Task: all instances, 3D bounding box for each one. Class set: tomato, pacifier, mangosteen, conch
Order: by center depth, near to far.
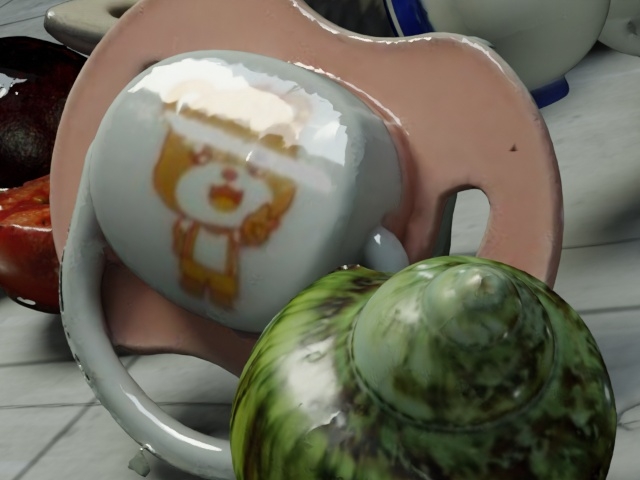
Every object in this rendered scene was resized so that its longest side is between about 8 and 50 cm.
[{"bbox_3d":[0.037,0.074,0.780,0.187,0.181,0.124,45,23,26],"label":"conch"},{"bbox_3d":[-0.009,-0.019,0.974,0.332,0.220,0.273,23,41,30],"label":"pacifier"},{"bbox_3d":[-0.125,-0.002,1.221,0.228,0.101,0.228,-12,16,4],"label":"tomato"},{"bbox_3d":[-0.248,-0.053,1.374,0.194,0.194,0.231,-5,53,36],"label":"mangosteen"}]

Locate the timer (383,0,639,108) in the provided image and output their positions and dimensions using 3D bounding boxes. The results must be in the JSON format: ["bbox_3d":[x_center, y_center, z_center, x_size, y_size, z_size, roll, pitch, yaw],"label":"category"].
[{"bbox_3d":[0.192,-0.195,1.082,0.383,0.270,0.270,-24,19,-33],"label":"timer"}]

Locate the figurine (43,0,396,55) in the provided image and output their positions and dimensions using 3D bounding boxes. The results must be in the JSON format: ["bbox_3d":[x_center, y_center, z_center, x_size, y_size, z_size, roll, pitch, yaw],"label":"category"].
[{"bbox_3d":[-0.086,-0.227,1.348,0.377,0.266,0.361,8,-7,-28],"label":"figurine"}]
